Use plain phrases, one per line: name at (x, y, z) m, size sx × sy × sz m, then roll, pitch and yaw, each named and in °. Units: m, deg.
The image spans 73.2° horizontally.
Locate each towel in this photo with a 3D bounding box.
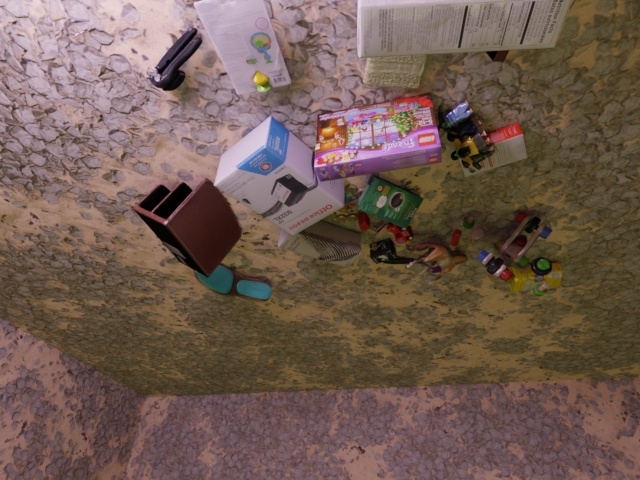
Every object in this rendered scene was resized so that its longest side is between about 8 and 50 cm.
towel at (0.176, -0.404, 0.995) m, size 0.148 × 0.027 × 0.110 m, roll 1°, pitch 145°, yaw 0°

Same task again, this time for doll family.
doll family at (0.365, -0.266, 1.112) m, size 0.111 × 0.076 × 0.192 m, roll -30°, pitch 91°, yaw 30°

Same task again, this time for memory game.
memory game at (0.083, -0.117, 1.403) m, size 0.186 × 0.012 × 0.186 m, roll 1°, pitch 144°, yaw 1°

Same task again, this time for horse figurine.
horse figurine at (0.413, 0.069, 1.549) m, size 0.174 × 0.066 × 0.263 m, roll -36°, pitch 133°, yaw 20°

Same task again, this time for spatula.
spatula at (0.380, 0.090, 1.652) m, size 0.297 × 0.030 × 0.084 m, roll 7°, pitch 145°, yaw -6°

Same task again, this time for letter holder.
letter holder at (-0.414, -0.062, 1.416) m, size 0.152 × 0.214 × 0.301 m, roll 23°, pitch 154°, yaw 28°

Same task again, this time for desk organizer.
desk organizer at (0.374, -0.430, 0.895) m, size 0.050 × 0.047 × 0.130 m, roll 3°, pitch 166°, yaw 5°

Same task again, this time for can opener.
can opener at (-0.335, -0.418, 0.994) m, size 0.186 × 0.073 × 0.059 m, roll -36°, pitch 90°, yaw 36°

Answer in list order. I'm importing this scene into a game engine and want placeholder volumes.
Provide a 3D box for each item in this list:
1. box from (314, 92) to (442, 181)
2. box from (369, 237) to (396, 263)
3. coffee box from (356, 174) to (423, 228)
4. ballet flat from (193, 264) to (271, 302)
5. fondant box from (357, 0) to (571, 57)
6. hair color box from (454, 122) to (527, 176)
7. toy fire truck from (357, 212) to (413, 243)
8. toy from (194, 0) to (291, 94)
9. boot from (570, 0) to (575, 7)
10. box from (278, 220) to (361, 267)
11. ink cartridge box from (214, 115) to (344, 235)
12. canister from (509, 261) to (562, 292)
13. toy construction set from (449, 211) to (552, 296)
box at (0.135, -0.254, 1.055) m, size 0.294 × 0.200 × 0.057 m, roll -8°, pitch 143°, yaw 13°
box at (0.227, 0.039, 1.564) m, size 0.083 × 0.062 × 0.052 m, roll -20°, pitch 140°, yaw 26°
coffee box at (0.214, -0.118, 1.332) m, size 0.184 × 0.040 × 0.113 m, roll 19°, pitch 110°, yaw -21°
ballet flat at (-0.369, 0.179, 1.772) m, size 0.343 × 0.116 × 0.124 m, roll 19°, pitch 160°, yaw -27°
fondant box at (0.230, -0.437, 0.770) m, size 0.331 × 0.238 × 0.096 m, roll -1°, pitch 142°, yaw 4°
hair color box at (0.464, -0.244, 1.174) m, size 0.167 × 0.053 × 0.093 m, roll -17°, pitch 140°, yaw 22°
toy fire truck at (0.222, -0.041, 1.458) m, size 0.135 × 0.047 × 0.192 m, roll -21°, pitch 141°, yaw 23°
toy at (-0.160, -0.436, 0.947) m, size 0.137 × 0.056 × 0.237 m, roll -9°, pitch 147°, yaw 9°
boot at (0.450, -0.476, 0.859) m, size 0.085 × 0.059 × 0.158 m, roll 12°, pitch 144°, yaw -5°
box at (0.000, 0.000, 1.497) m, size 0.275 × 0.094 × 0.113 m, roll 16°, pitch 141°, yaw -19°
ink cartridge box at (-0.109, -0.170, 1.242) m, size 0.223 × 0.129 × 0.307 m, roll -28°, pitch 134°, yaw 34°
canister at (0.826, 0.142, 1.663) m, size 0.170 × 0.073 × 0.126 m, roll -8°, pitch 143°, yaw 11°
toy construction set at (0.592, 0.046, 1.454) m, size 0.309 × 0.257 × 0.237 m, roll 17°, pitch 159°, yaw 14°
